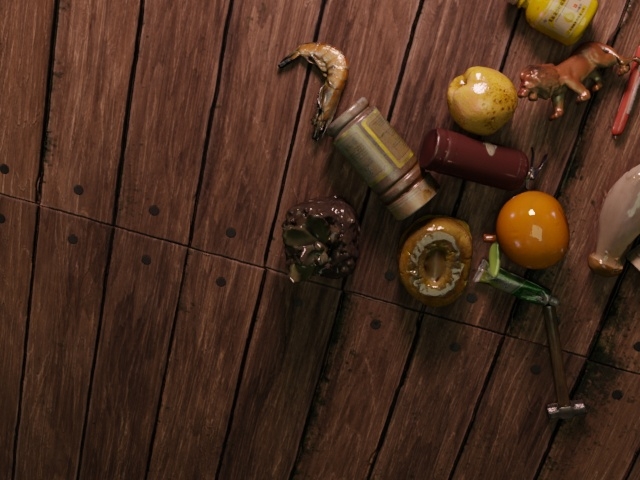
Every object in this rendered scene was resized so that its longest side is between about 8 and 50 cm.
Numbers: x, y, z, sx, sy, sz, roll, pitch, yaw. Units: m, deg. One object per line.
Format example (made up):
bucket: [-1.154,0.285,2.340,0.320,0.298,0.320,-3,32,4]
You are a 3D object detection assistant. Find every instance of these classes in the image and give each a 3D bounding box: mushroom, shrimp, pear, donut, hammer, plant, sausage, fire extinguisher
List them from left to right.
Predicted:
shrimp: [-0.035,-0.417,1.637,0.198,0.051,0.262,19,105,10]
plant: [0.000,0.000,1.612,0.213,0.312,0.215,-2,102,6]
donut: [0.321,0.059,1.674,0.209,0.128,0.261,2,105,9]
pear: [0.410,-0.361,1.518,0.178,0.178,0.178,2,106,8]
fire extinguisher: [0.439,-0.213,1.561,0.337,0.114,0.135,14,91,-13]
hammer: [0.705,0.359,1.749,0.111,0.043,0.365,-11,103,12]
mushroom: [0.813,-0.065,1.567,0.128,0.128,0.350,16,111,4]
sausage: [0.798,-0.384,1.521,0.034,0.034,0.253,13,107,5]

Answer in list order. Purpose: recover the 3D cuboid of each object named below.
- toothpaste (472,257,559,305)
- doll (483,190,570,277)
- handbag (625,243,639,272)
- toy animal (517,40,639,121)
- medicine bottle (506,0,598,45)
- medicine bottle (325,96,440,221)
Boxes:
toothpaste: [0.566,0.131,1.701,0.248,0.047,0.078,23,106,4]
doll: [0.540,-0.018,1.589,0.236,0.213,0.213,-17,103,28]
handbag: [1.002,0.008,1.498,0.160,0.236,0.358,44,108,-3]
toy animal: [0.632,-0.419,1.482,0.312,0.097,0.157,-34,94,-8]
medicine bottle: [0.556,-0.580,1.454,0.213,0.122,0.121,28,108,0]
medicine bottle: [0.167,-0.221,1.603,0.151,0.151,0.322,-39,97,17]
